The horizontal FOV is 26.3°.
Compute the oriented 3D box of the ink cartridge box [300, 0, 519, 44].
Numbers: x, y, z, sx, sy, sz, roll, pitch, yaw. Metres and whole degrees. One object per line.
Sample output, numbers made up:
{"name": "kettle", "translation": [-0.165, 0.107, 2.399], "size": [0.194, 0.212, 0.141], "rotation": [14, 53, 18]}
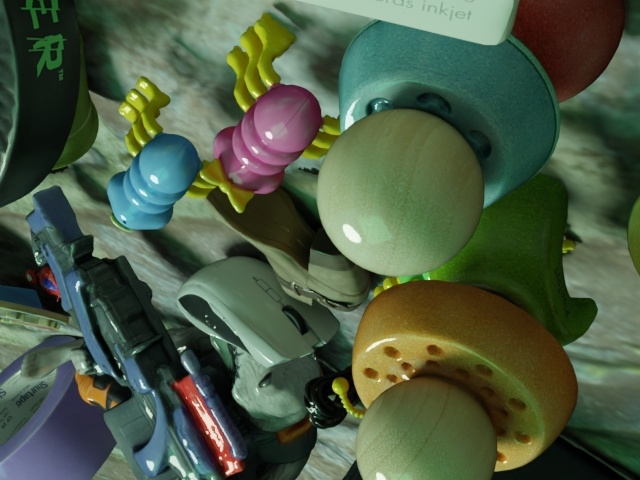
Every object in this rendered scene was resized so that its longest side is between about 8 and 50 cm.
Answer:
{"name": "ink cartridge box", "translation": [-0.017, -0.211, 0.316], "size": [0.207, 0.119, 0.353], "rotation": [13, 153, 5]}

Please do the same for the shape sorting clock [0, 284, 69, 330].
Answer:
{"name": "shape sorting clock", "translation": [-0.344, 0.061, 1.308], "size": [0.206, 0.040, 0.206], "rotation": [6, 173, 1]}

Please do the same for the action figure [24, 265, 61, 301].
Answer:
{"name": "action figure", "translation": [-0.226, 0.051, 1.250], "size": [0.115, 0.030, 0.038], "rotation": [25, 159, 27]}

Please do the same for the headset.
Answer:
{"name": "headset", "translation": [-0.278, -0.126, 0.837], "size": [0.394, 0.185, 0.243], "rotation": [-9, 104, 39]}

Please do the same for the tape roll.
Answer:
{"name": "tape roll", "translation": [-0.289, 0.193, 1.395], "size": [0.080, 0.189, 0.189], "rotation": [49, 153, -25]}

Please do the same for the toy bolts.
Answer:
{"name": "toy bolts", "translation": [0.091, 0.005, 0.543], "size": [0.218, 0.158, 0.228], "rotation": [-2, 130, 32]}

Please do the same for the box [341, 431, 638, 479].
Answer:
{"name": "box", "translation": [0.036, 0.414, 1.014], "size": [0.297, 0.480, 0.472], "rotation": [33, 156, 6]}

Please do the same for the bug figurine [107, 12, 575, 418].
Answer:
{"name": "bug figurine", "translation": [0.000, 0.000, 0.763], "size": [0.279, 0.072, 0.216], "rotation": [36, 145, -4]}

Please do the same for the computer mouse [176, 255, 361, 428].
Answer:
{"name": "computer mouse", "translation": [-0.028, 0.053, 0.928], "size": [0.193, 0.106, 0.042], "rotation": [28, 135, 36]}

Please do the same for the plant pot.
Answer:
{"name": "plant pot", "translation": [-0.178, -0.100, 0.857], "size": [0.083, 0.083, 0.079], "rotation": [32, 145, 8]}

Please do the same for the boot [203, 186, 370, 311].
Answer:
{"name": "boot", "translation": [-0.022, 0.008, 0.884], "size": [0.118, 0.042, 0.087], "rotation": [29, 158, 15]}

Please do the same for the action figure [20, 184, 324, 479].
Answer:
{"name": "action figure", "translation": [-0.118, 0.101, 1.111], "size": [0.330, 0.178, 0.341], "rotation": [-18, 98, 53]}
